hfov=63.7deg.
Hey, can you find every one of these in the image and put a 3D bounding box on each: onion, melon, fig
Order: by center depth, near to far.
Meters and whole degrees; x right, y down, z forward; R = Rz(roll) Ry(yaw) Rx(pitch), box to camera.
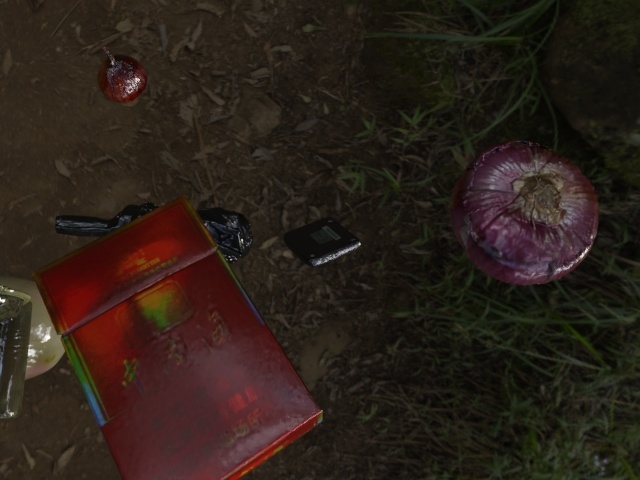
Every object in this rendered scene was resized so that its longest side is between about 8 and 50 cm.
[{"bbox_3d":[0.301,-0.034,0.802,0.229,0.163,0.230,5,65,-10],"label":"onion"},{"bbox_3d":[-0.666,0.178,1.036,0.316,0.223,0.223,12,100,-40],"label":"melon"},{"bbox_3d":[-0.515,-0.437,1.339,0.128,0.128,0.150,-2,125,-30],"label":"fig"}]

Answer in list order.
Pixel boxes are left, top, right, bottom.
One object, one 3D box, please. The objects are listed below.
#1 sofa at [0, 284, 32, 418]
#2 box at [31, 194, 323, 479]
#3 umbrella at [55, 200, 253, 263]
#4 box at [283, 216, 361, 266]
[{"bbox_3d":[-0.523,0.159,0.689,0.258,0.182,0.200,35,49,-62],"label":"sofa"},{"bbox_3d":[-0.163,0.121,0.584,0.197,0.313,0.089,-31,156,-14],"label":"box"},{"bbox_3d":[-0.293,-0.015,0.935,0.340,0.118,0.118,2,106,-15],"label":"umbrella"},{"bbox_3d":[0.000,0.000,1.037,0.125,0.126,0.027,-21,128,-23],"label":"box"}]
